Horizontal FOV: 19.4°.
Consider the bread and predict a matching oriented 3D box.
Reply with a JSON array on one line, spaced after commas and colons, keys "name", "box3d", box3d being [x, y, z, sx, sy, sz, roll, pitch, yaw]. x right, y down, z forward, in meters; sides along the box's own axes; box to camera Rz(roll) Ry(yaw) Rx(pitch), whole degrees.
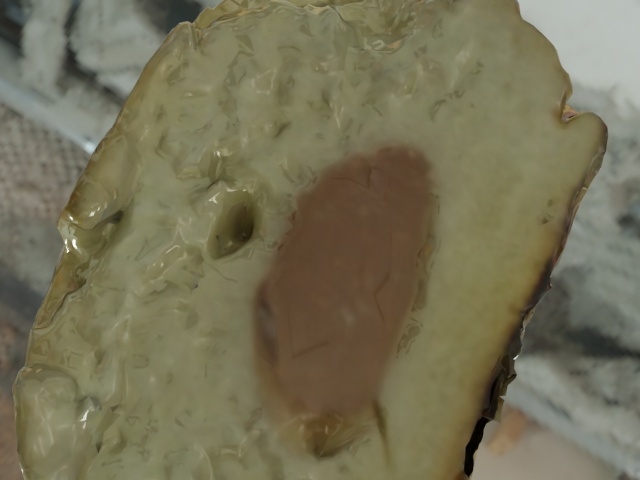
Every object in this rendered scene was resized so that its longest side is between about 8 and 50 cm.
[{"name": "bread", "box3d": [0.001, 0.001, 0.699, 0.184, 0.211, 0.224, 27, -151, -7]}]
